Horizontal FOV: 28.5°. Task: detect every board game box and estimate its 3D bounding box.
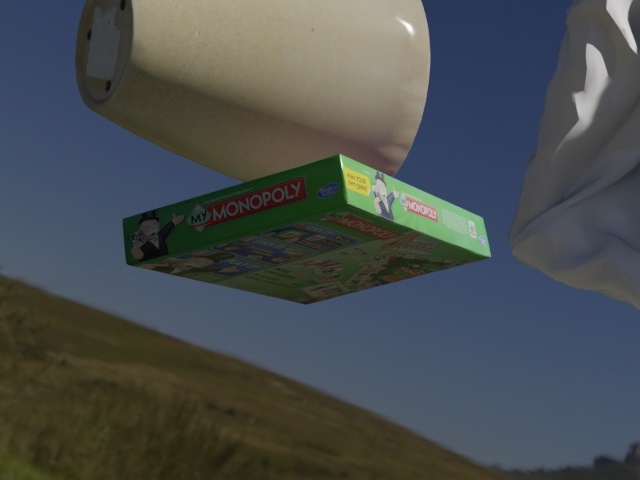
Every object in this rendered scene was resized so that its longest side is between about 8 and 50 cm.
[{"bbox_3d":[0.000,0.000,1.155,0.214,0.046,0.317,-16,-16,25],"label":"board game box"}]

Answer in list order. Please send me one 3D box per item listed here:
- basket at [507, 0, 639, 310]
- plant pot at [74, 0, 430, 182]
[{"bbox_3d":[0.300,-0.115,0.567,0.328,0.331,0.266,18,18,16],"label":"basket"},{"bbox_3d":[-0.082,-0.167,1.201,0.274,0.256,0.256,4,0,-33],"label":"plant pot"}]
